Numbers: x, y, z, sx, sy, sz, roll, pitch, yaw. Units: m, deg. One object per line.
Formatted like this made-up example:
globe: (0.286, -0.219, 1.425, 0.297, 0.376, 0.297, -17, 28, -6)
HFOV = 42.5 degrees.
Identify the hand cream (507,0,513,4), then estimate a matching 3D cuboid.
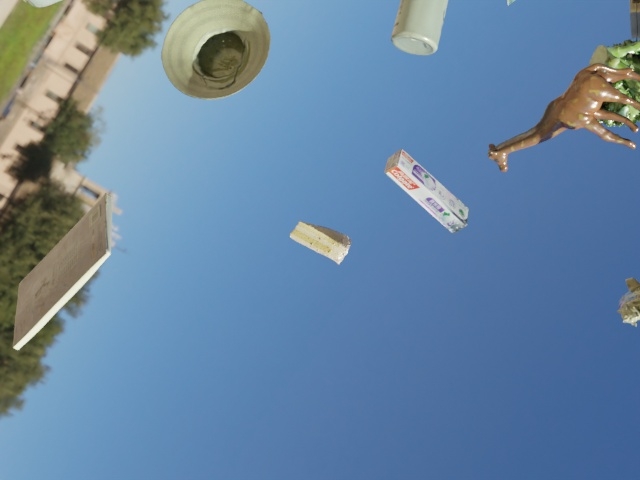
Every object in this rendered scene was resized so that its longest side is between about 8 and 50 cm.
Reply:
hand cream: (0.525, -0.642, 1.796, 0.312, 0.111, 0.070, -41, -120, -4)

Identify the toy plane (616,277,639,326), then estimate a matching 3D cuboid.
toy plane: (0.539, 0.083, 1.263, 0.108, 0.092, 0.286, -27, 174, -20)

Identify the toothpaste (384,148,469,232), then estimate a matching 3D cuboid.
toothpaste: (0.204, -0.093, 1.564, 0.040, 0.196, 0.047, -31, -151, 40)

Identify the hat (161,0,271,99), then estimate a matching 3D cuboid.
hat: (-0.216, -0.403, 1.817, 0.252, 0.252, 0.110, -61, 161, -9)

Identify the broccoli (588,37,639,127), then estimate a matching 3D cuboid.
broccoli: (0.552, -0.293, 1.485, 0.195, 0.156, 0.195, -165, -90, -73)

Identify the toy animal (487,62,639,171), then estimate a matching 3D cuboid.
toy animal: (0.410, -0.195, 1.372, 0.066, 0.230, 0.224, -66, 167, -54)

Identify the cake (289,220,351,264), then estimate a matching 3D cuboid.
cake: (0.000, 0.000, 1.683, 0.065, 0.121, 0.052, -97, -150, -58)

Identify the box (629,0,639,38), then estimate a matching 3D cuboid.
box: (0.691, -0.497, 1.792, 0.035, 0.083, 0.079, -1, -123, 21)

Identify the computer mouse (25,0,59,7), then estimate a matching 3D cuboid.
computer mouse: (-0.229, -0.212, 0.547, 0.182, 0.089, 0.056, 34, -86, 24)

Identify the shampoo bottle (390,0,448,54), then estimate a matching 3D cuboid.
shampoo bottle: (0.197, -0.470, 1.484, 0.085, 0.085, 0.262, -2, -108, 63)

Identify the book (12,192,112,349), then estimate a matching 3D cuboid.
book: (-0.311, 0.036, 0.994, 0.182, 0.014, 0.127, -43, -146, 16)
